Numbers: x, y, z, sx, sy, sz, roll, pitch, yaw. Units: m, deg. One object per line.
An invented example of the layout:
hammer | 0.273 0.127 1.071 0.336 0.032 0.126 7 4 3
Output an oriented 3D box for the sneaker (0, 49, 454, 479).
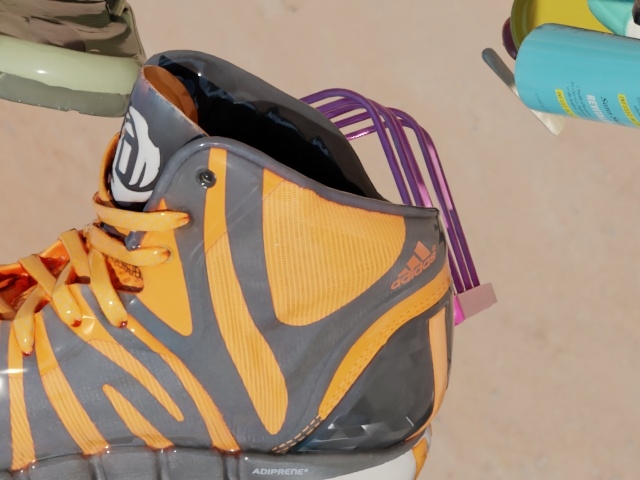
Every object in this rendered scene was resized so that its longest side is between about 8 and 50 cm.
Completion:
sneaker | -0.104 0.015 0.639 0.124 0.321 0.180 -114 25 -55

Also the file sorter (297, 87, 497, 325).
file sorter | 0.000 0.000 1.261 0.291 0.202 0.182 -2 -106 -80

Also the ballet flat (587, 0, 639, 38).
ballet flat | 0.354 -0.172 1.507 0.247 0.087 0.083 23 135 5

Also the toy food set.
toy food set | 0.251 -0.225 1.710 0.128 0.218 0.071 38 171 -8

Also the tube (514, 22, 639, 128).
tube | 0.198 -0.080 0.894 0.207 0.052 0.080 17 171 47

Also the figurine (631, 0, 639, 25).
figurine | 0.297 -0.170 0.966 0.215 0.092 0.209 16 150 9

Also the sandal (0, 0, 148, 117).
sandal | -0.153 -0.150 0.896 0.303 0.120 0.086 -132 47 -57
